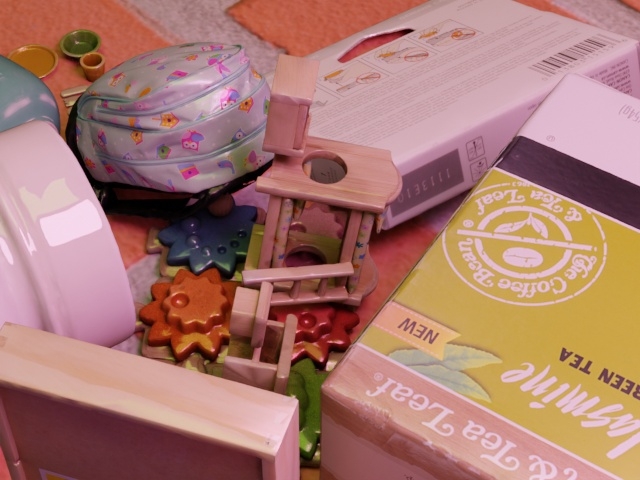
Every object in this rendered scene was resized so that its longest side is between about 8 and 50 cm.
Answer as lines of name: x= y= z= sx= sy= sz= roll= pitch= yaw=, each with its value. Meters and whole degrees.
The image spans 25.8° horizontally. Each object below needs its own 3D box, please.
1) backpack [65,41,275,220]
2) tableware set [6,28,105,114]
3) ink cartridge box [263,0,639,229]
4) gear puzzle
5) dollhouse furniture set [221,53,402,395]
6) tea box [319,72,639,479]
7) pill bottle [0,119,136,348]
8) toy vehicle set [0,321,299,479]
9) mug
backpack: x=-0.111 y=-0.092 z=1.097 sx=0.152 sy=0.115 sz=0.182 roll=-39 pitch=28 yaw=-24
tableware set: x=-0.261 y=-0.142 z=1.233 sx=0.154 sy=0.024 sz=0.104 roll=-16 pitch=51 yaw=-13
ink cartridge box: x=0.095 y=-0.125 z=1.200 sx=0.275 sy=0.060 sz=0.239 roll=-26 pitch=31 yaw=-21
gear puzzle: x=-0.062 y=0.090 z=1.021 sx=0.175 sy=0.044 sz=0.339 roll=4 pitch=50 yaw=3
dollhouse furniture set: x=0.000 y=0.000 z=0.959 sx=0.101 sy=0.182 sz=0.161 roll=10 pitch=48 yaw=-1
tea box: x=0.217 y=0.117 z=0.885 sx=0.329 sy=0.220 sz=0.323 roll=26 pitch=54 yaw=20
pill bottle: x=-0.321 y=0.062 z=0.939 sx=0.361 sy=0.204 sz=0.204 roll=-24 pitch=54 yaw=-20
toy vehicle set: x=-0.096 y=0.158 z=0.819 sx=0.166 sy=0.267 sz=0.035 roll=14 pitch=52 yaw=10
mug: x=-0.272 y=-0.070 z=1.117 sx=0.097 sy=0.158 sz=0.129 roll=28 pitch=30 yaw=18
